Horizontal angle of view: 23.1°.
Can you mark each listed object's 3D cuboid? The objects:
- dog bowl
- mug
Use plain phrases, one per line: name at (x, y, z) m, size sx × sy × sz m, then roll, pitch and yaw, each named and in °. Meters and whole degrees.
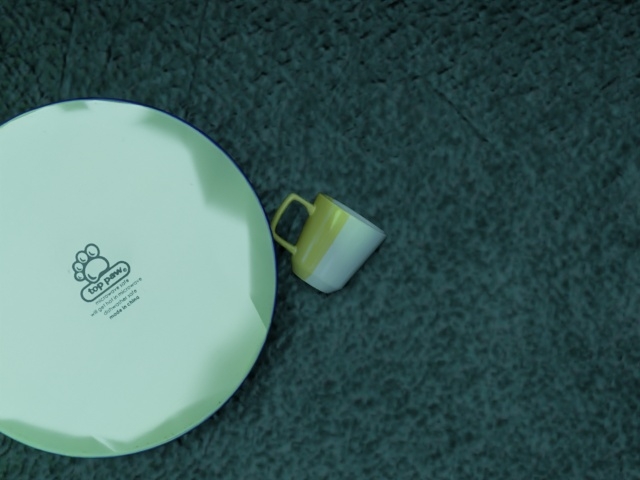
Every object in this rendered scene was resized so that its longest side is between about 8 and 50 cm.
dog bowl at (-0.166, 0.026, 1.163) m, size 0.265 × 0.104 × 0.265 m, roll 0°, pitch 92°, yaw -9°
mug at (0.003, 0.001, 1.212) m, size 0.078 × 0.062 × 0.064 m, roll 34°, pitch 96°, yaw 14°
